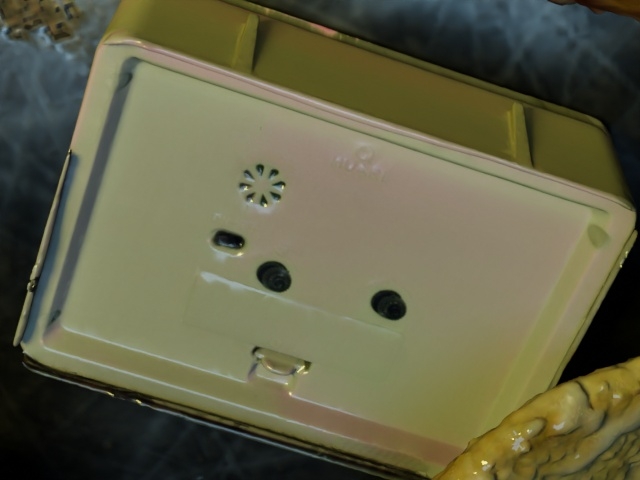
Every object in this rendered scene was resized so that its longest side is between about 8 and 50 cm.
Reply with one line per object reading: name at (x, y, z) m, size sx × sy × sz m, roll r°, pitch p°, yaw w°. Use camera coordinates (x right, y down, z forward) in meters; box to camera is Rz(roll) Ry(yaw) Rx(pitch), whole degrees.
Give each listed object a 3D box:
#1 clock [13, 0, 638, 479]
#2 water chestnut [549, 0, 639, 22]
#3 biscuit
clock at (0.000, 0.000, 0.538) m, size 0.192 × 0.071 × 0.147 m, roll 17°, pitch 121°, yaw -7°
water chestnut at (0.109, -0.182, 0.310) m, size 0.289 × 0.289 × 0.244 m, roll 34°, pitch 158°, yaw -17°
biscuit at (0.093, 0.121, 0.576) m, size 0.220 × 0.033 × 0.220 m, roll -20°, pitch 141°, yaw -18°
